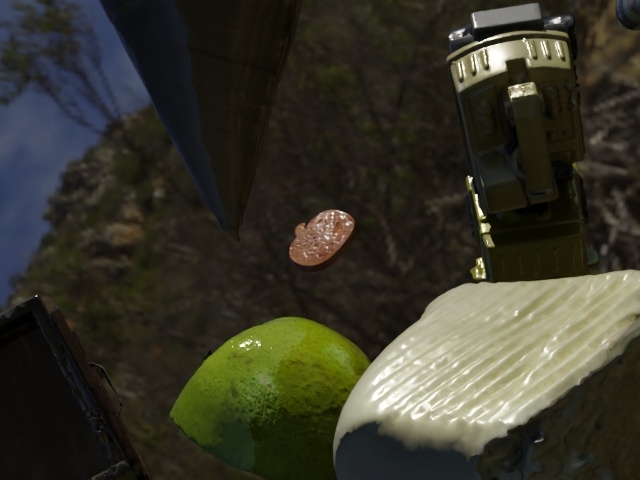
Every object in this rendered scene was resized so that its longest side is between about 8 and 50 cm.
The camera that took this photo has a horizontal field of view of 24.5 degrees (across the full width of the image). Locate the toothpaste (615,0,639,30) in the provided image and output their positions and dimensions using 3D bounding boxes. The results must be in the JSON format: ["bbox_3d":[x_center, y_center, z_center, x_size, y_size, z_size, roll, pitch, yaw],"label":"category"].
[{"bbox_3d":[0.258,-0.194,1.146,0.216,0.037,0.062,11,-84,-87],"label":"toothpaste"}]

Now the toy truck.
[{"bbox_3d":[0.272,-0.106,1.971,0.254,0.180,0.405,-87,-12,-50],"label":"toy truck"}]

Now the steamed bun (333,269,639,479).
[{"bbox_3d":[0.172,0.188,1.217,0.290,0.273,0.272,-31,-67,-45],"label":"steamed bun"}]

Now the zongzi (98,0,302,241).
[{"bbox_3d":[-0.090,-0.183,0.715,0.145,0.274,0.300,-8,-66,-22],"label":"zongzi"}]

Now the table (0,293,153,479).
[{"bbox_3d":[-0.250,0.166,1.246,0.172,0.169,0.193,-28,-12,-10],"label":"table"}]

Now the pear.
[{"bbox_3d":[-0.006,0.211,1.852,0.288,0.239,0.139,-8,-47,-42],"label":"pear"}]

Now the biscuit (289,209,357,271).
[{"bbox_3d":[0.000,0.000,1.737,0.091,0.078,0.015,-46,-45,-21],"label":"biscuit"}]
